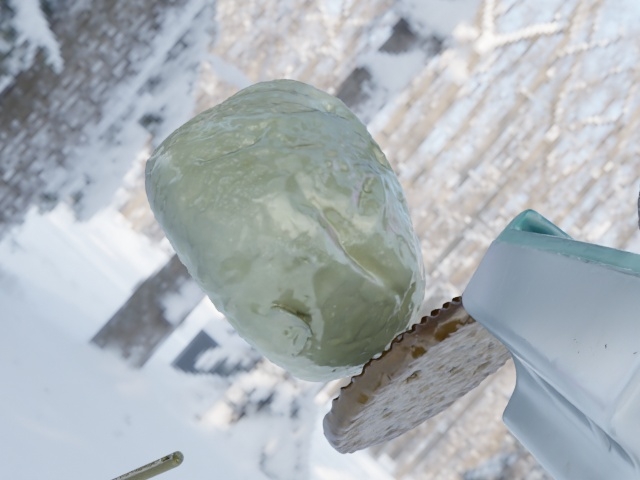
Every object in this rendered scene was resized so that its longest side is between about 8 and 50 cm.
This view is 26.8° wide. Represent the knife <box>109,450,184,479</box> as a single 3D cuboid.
[{"bbox_3d":[-0.258,0.289,1.509,0.022,0.256,0.046,53,27,-21],"label":"knife"}]

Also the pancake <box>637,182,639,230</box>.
[{"bbox_3d":[0.297,-0.073,1.029,0.020,0.184,0.190,23,-4,-9],"label":"pancake"}]

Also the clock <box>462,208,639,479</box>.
[{"bbox_3d":[0.190,0.107,0.588,0.262,0.116,0.231,38,-3,-11],"label":"clock"}]

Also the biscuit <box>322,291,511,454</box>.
[{"bbox_3d":[0.081,0.077,0.880,0.027,0.188,0.188,54,0,20],"label":"biscuit"}]

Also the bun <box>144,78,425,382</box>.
[{"bbox_3d":[-0.016,-0.023,0.949,0.244,0.153,0.244,43,13,-13],"label":"bun"}]
